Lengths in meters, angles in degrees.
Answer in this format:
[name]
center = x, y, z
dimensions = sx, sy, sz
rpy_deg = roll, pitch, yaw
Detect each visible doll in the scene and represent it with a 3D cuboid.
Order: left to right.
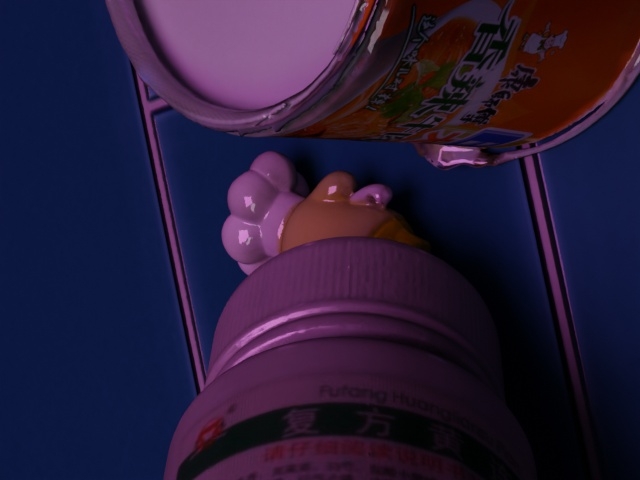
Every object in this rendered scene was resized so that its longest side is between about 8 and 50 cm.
[doll]
center = 0.000, 0.000, 1.053
dimensions = 0.162, 0.062, 0.106
rpy_deg = 26, 109, 38

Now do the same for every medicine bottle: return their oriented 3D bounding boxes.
[medicine bottle]
center = 0.015, 0.163, 0.861
dimensions = 0.208, 0.208, 0.340
rpy_deg = -57, 16, 33

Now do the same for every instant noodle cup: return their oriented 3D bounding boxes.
[instant noodle cup]
center = 0.024, -0.181, 0.896
dimensions = 0.296, 0.214, 0.296
rpy_deg = 8, 102, 44
